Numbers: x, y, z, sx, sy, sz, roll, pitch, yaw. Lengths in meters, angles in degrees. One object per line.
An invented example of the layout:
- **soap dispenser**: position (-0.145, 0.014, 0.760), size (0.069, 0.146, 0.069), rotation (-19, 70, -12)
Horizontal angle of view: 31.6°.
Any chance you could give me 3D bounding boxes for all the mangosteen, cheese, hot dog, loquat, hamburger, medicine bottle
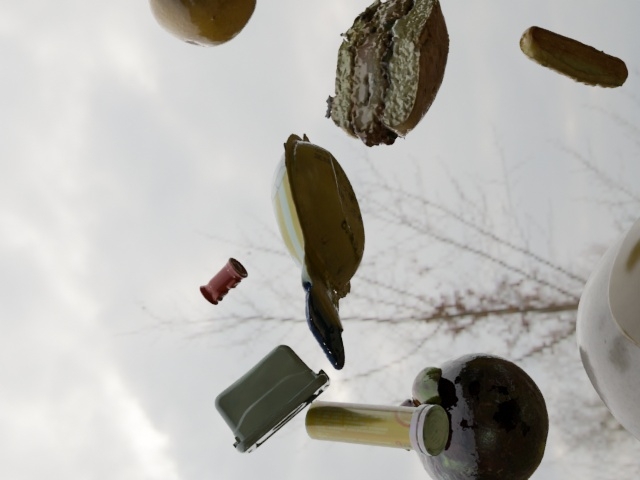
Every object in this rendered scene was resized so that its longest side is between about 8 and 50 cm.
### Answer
- **mangosteen**: position (0.277, 0.337, 2.077), size (0.288, 0.288, 0.288), rotation (-9, -90, -66)
- **cheese**: position (0.000, 0.000, 1.103), size (0.270, 0.069, 0.177), rotation (-95, -18, -45)
- **hot dog**: position (0.408, -0.292, 1.839), size (0.216, 0.047, 0.066), rotation (12, -104, -28)
- **loquat**: position (-0.218, -0.464, 2.104), size (0.208, 0.208, 0.208), rotation (-9, -90, -66)
- **hamburger**: position (0.122, -0.285, 1.868), size (0.245, 0.155, 0.282), rotation (3, -93, -63)
- **medicine bottle**: position (0.080, 0.275, 1.678), size (0.074, 0.218, 0.074), rotation (4, -95, -53)

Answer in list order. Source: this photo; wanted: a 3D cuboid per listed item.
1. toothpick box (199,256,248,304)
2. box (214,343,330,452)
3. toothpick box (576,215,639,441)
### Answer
- **toothpick box**: position (-0.170, 0.073, 1.973), size (0.047, 0.083, 0.047), rotation (43, -164, -15)
- **box**: position (-0.076, 0.229, 1.672), size (0.093, 0.172, 0.124), rotation (49, 175, 10)
- **toothpick box**: position (0.621, 0.101, 1.638), size (0.409, 0.425, 0.409), rotation (25, -142, -22)
